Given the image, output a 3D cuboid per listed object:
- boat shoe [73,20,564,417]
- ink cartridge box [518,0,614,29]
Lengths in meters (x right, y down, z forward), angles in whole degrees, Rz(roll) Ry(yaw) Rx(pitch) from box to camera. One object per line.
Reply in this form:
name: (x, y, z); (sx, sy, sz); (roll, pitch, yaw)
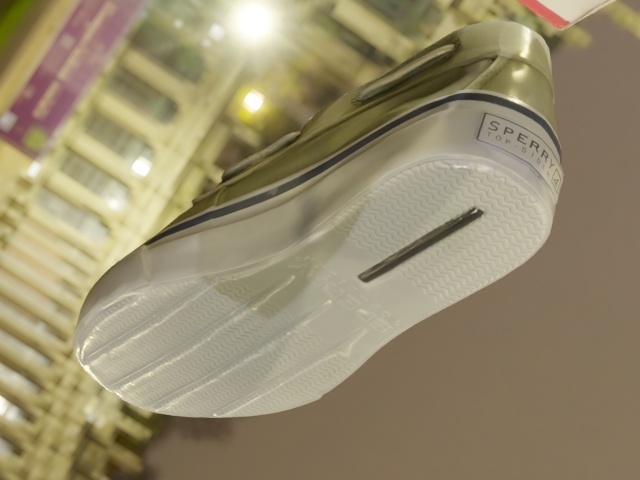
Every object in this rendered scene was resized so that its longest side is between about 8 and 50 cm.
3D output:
boat shoe: (0.000, 0.000, 0.847); (0.302, 0.109, 0.094); (-26, -147, 41)
ink cartridge box: (0.082, -0.295, 0.978); (0.131, 0.226, 0.306); (-32, -119, 24)
